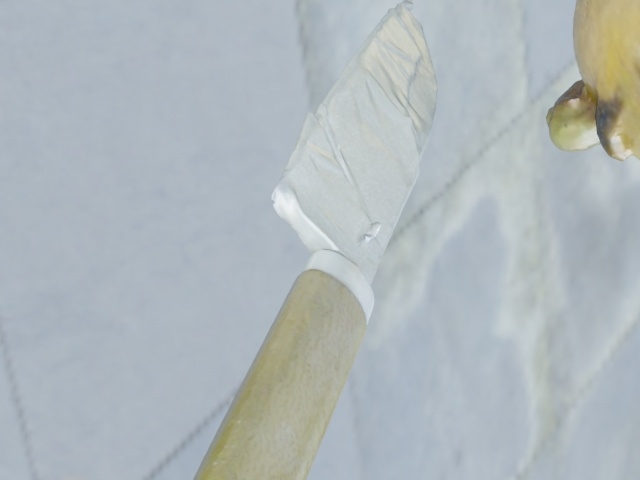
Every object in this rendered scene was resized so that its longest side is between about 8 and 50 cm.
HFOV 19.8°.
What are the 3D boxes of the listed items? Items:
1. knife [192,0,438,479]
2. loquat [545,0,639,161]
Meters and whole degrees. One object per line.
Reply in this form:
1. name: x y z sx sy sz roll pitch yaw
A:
1. knife: 0.002 -0.001 0.503 0.047 0.017 0.298 45 34 -14
2. loquat: 0.196 -0.095 0.850 0.172 0.204 0.149 34 30 -57
